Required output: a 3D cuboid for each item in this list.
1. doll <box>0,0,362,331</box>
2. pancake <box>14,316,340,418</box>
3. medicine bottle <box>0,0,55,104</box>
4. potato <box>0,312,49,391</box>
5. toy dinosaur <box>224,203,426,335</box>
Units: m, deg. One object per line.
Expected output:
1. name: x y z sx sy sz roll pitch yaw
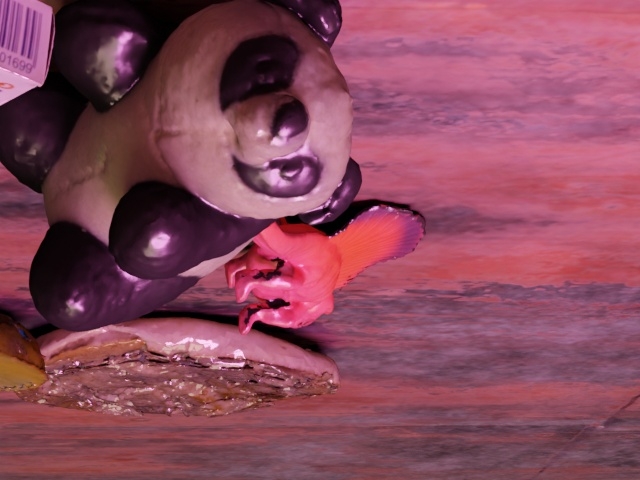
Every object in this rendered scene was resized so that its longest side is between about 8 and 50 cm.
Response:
1. doll: -0.075 -0.045 0.862 0.135 0.143 0.234 -9 166 -32
2. pancake: -0.124 0.114 1.454 0.283 0.049 0.282 -1 162 0
3. medicine bottle: -0.252 -0.087 0.818 0.171 0.052 0.201 21 151 -40
4. potato: -0.303 0.071 1.310 0.198 0.054 0.119 10 159 -19
5. toy dinosaur: 0.007 0.000 1.124 0.139 0.070 0.286 -11 159 -5
